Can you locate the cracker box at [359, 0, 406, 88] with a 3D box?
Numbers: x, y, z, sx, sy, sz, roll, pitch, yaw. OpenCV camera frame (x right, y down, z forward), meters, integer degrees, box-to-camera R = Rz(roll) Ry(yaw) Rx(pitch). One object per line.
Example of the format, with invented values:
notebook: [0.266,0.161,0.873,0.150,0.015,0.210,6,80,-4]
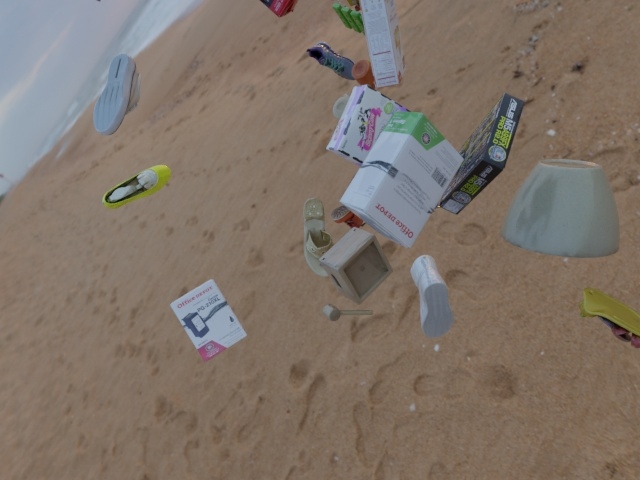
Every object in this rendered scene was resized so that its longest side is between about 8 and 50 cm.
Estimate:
cracker box: [0.159,-0.520,1.238,0.067,0.232,0.155,-5,31,19]

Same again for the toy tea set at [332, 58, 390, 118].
toy tea set: [0.168,-0.496,1.786,0.200,0.124,0.336,35,102,36]

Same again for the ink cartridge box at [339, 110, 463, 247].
ink cartridge box: [0.163,-0.119,0.982,0.219,0.160,0.092,-58,36,-4]

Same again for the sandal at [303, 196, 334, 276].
sandal: [-0.006,0.001,1.386,0.088,0.240,0.079,-10,13,-3]

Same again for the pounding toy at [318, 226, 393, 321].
pounding toy: [0.069,0.104,1.209,0.206,0.181,0.094,-42,34,-16]

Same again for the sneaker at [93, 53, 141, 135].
sneaker: [-0.541,-0.388,1.354,0.094,0.091,0.258,-1,66,19]

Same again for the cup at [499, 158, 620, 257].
cup: [0.725,-0.113,1.470,0.331,0.331,0.237,-144,52,-60]

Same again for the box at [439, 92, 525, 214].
box: [0.416,-0.217,1.290,0.270,0.060,0.216,114,-179,-67]

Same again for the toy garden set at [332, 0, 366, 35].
toy garden set: [0.121,-0.854,1.819,0.049,0.204,0.244,-46,46,4]

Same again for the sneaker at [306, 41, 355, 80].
sneaker: [0.047,-0.693,1.943,0.098,0.224,0.083,-41,-16,-41]

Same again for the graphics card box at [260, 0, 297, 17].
graphics card box: [-0.175,-0.799,1.273,0.233,0.371,0.094,-43,10,42]

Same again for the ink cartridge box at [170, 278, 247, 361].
ink cartridge box: [-0.396,0.278,1.743,0.172,0.237,0.100,-32,2,-14]

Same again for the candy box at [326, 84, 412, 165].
candy box: [0.138,-0.248,1.172,0.164,0.196,0.070,-66,25,3]

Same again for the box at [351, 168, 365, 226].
box: [0.150,-0.161,1.577,0.147,0.078,0.180,-48,21,54]

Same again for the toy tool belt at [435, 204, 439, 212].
toy tool belt: [0.315,-0.101,1.422,0.051,0.083,0.052,28,119,29]

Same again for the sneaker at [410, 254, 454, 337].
sneaker: [0.367,0.180,1.635,0.108,0.292,0.169,-10,42,1]

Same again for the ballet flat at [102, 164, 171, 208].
ballet flat: [-0.577,-0.169,1.548,0.231,0.077,0.077,-31,2,-11]

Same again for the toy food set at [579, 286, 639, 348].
toy food set: [0.706,0.201,1.171,0.071,0.218,0.128,-64,-9,29]

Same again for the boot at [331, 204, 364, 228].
boot: [0.085,-0.064,1.361,0.059,0.084,0.158,-9,14,32]
